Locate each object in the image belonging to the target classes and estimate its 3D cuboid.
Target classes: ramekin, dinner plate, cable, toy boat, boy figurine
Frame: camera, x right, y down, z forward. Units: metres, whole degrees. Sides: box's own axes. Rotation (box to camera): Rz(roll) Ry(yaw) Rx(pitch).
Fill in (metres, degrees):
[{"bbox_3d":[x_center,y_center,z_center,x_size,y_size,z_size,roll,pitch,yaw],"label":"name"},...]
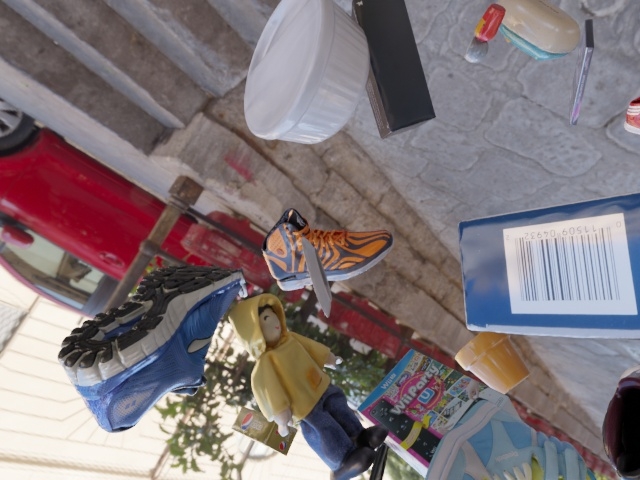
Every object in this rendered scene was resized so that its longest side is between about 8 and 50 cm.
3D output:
[{"bbox_3d":[-0.025,-0.306,0.764,0.127,0.273,0.273,11,-179,-35],"label":"ramekin"},{"bbox_3d":[-0.002,0.059,0.696,0.017,0.141,0.141,-17,162,4],"label":"dinner plate"},{"bbox_3d":[0.189,0.528,1.099,0.072,0.287,0.139,10,127,16],"label":"cable"},{"bbox_3d":[0.545,-0.587,1.168,0.267,0.318,0.148,59,152,27],"label":"toy boat"},{"bbox_3d":[-0.026,0.199,0.615,0.285,0.092,0.177,53,-148,10],"label":"boy figurine"}]

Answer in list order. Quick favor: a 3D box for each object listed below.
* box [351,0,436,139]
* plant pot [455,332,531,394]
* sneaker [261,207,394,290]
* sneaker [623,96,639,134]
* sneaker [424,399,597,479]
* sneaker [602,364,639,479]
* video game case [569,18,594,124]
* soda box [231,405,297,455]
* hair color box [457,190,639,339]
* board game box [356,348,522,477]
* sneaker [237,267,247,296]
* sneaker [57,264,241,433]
[{"bbox_3d":[0.147,-0.363,0.886,0.184,0.103,0.261,-67,-41,-78],"label":"box"},{"bbox_3d":[0.615,0.425,1.450,0.188,0.205,0.205,52,-177,31],"label":"plant pot"},{"bbox_3d":[0.000,0.000,0.978,0.124,0.321,0.180,-74,-38,-62],"label":"sneaker"},{"bbox_3d":[1.005,-0.357,1.206,0.221,0.087,0.128,33,167,45],"label":"sneaker"},{"bbox_3d":[0.291,0.369,0.625,0.208,0.127,0.319,14,-160,37],"label":"sneaker"},{"bbox_3d":[0.358,0.278,0.438,0.162,0.281,0.106,14,154,-39],"label":"sneaker"},{"bbox_3d":[0.875,-0.561,1.395,0.026,0.196,0.274,8,141,24],"label":"video game case"},{"bbox_3d":[-0.130,0.424,0.932,0.061,0.058,0.181,39,150,-22],"label":"soda box"},{"bbox_3d":[0.309,0.031,0.430,0.347,0.105,0.174,4,171,-43],"label":"hair color box"},{"bbox_3d":[0.261,0.409,0.963,0.097,0.224,0.303,56,160,-22],"label":"board game box"},{"bbox_3d":[-0.263,0.135,1.296,0.135,0.058,0.052,90,165,-50],"label":"sneaker"},{"bbox_3d":[-0.214,0.134,0.597,0.130,0.147,0.330,4,-160,17],"label":"sneaker"}]
